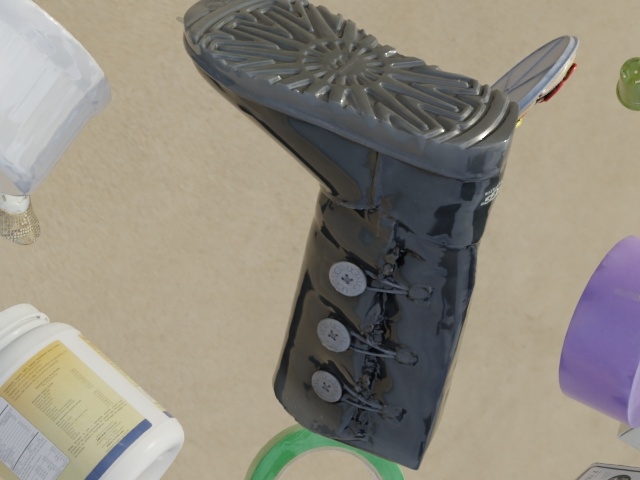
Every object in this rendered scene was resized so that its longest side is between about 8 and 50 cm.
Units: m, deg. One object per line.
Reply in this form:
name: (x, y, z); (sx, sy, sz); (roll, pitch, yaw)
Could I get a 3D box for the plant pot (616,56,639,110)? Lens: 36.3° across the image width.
plant pot: (0.535, -0.270, 1.641); (0.083, 0.083, 0.079); (-56, 153, 2)

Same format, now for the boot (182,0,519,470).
boot: (0.001, 0.001, 1.036); (0.146, 0.367, 0.445); (-37, 147, -36)

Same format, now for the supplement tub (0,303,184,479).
supplement tub: (-0.385, 0.266, 1.444); (0.228, 0.316, 0.228); (-48, 169, -12)

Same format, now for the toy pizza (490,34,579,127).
toy pizza: (0.209, -0.148, 1.077); (0.032, 0.201, 0.201); (45, 83, -9)

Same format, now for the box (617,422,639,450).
box: (0.533, 0.196, 1.370); (0.148, 0.127, 0.232); (30, 58, -3)

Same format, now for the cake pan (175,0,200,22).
cake pan: (-0.047, -0.241, 1.276); (0.293, 0.293, 0.054); (22, 99, -40)

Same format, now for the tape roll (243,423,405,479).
tape roll: (0.007, 0.510, 1.884); (0.321, 0.077, 0.321); (0, 88, -10)

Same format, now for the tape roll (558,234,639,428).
tape roll: (0.332, 0.095, 1.026); (0.189, 0.080, 0.189); (-33, 136, -40)

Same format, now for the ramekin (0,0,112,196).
ramekin: (-0.356, -0.159, 0.946); (0.277, 0.277, 0.135); (41, 71, -41)

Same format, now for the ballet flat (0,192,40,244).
ballet flat: (-0.401, -0.079, 1.160); (0.067, 0.073, 0.206); (-28, 117, 32)

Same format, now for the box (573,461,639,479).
box: (0.289, 0.267, 0.766); (0.169, 0.290, 0.087); (-32, 100, -31)
